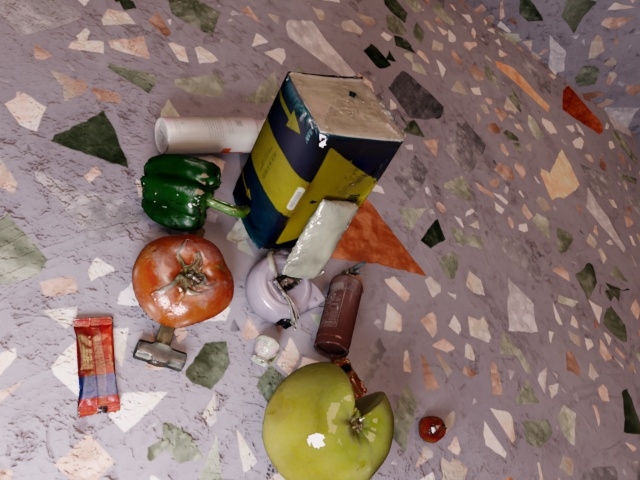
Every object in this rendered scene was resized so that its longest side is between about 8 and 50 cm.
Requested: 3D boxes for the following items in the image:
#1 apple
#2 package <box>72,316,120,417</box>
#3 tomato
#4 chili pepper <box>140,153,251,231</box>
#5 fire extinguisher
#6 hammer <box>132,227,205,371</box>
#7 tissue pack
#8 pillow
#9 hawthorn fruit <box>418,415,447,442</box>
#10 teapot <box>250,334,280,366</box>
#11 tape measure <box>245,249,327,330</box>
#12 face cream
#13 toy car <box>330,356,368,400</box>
[{"bbox_3d":[0.021,0.416,1.222,0.292,0.254,0.292,11,65,-25],"label":"apple"},{"bbox_3d":[-0.463,0.256,1.127,0.083,0.022,0.200,1,68,-33],"label":"package"},{"bbox_3d":[-0.299,0.082,1.236,0.236,0.095,0.237,17,56,-27],"label":"tomato"},{"bbox_3d":[-0.298,-0.115,1.321,0.261,0.165,0.174,13,45,-1],"label":"chili pepper"},{"bbox_3d":[0.062,0.176,1.468,0.105,0.105,0.269,30,52,-18],"label":"fire extinguisher"},{"bbox_3d":[-0.328,0.119,1.278,0.111,0.043,0.365,23,54,-21],"label":"hammer"},{"bbox_3d":[-0.019,-0.189,1.371,0.264,0.416,0.253,-5,53,-36],"label":"tissue pack"},{"bbox_3d":[0.000,0.000,1.335,0.128,0.229,0.051,9,28,-45],"label":"pillow"},{"bbox_3d":[0.303,0.510,1.479,0.077,0.077,0.077,15,59,-27],"label":"hawthorn fruit"},{"bbox_3d":[-0.131,0.273,1.324,0.083,0.064,0.064,53,50,-42],"label":"teapot"},{"bbox_3d":[-0.096,0.125,1.388,0.196,0.105,0.178,51,50,-3],"label":"tape measure"},{"bbox_3d":[-0.268,-0.287,1.487,0.345,0.102,0.102,-7,71,-36],"label":"face cream"},{"bbox_3d":[0.073,0.357,1.427,0.059,0.035,0.122,-27,85,-36],"label":"toy car"}]
